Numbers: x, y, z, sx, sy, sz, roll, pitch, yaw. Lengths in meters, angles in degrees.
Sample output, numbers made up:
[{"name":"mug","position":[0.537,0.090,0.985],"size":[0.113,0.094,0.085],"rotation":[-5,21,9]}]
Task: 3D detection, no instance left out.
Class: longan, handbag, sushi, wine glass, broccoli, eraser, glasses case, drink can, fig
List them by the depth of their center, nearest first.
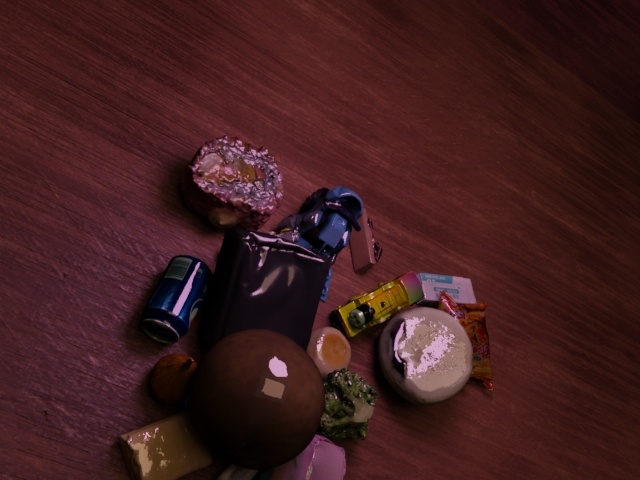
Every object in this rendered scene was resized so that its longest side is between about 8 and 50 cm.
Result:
[{"name":"longan","position":[-0.136,0.339,1.464],"size":[0.319,0.319,0.319],"rotation":[17,56,-28]},{"name":"wine glass","position":[-0.220,0.558,1.505],"size":[0.074,0.074,0.262],"rotation":[53,45,0]},{"name":"fig","position":[-0.309,0.304,1.537],"size":[0.119,0.153,0.119],"rotation":[43,33,-38]},{"name":"drink can","position":[-0.342,0.138,1.617],"size":[0.118,0.118,0.205],"rotation":[35,51,-16]},{"name":"handbag","position":[-0.137,0.133,1.684],"size":[0.275,0.178,0.302],"rotation":[13,93,-31]},{"name":"broccoli","position":[0.066,0.420,1.727],"size":[0.195,0.156,0.195],"rotation":[8,73,-29]},{"name":"sushi","position":[-0.242,-0.137,1.811],"size":[0.270,0.171,0.236],"rotation":[18,57,-25]},{"name":"glasses case","position":[0.147,-0.002,2.064],"size":[0.070,0.102,0.193],"rotation":[12,59,-38]},{"name":"eraser","position":[0.397,0.164,2.184],"size":[0.225,0.052,0.095],"rotation":[8,59,-32]}]

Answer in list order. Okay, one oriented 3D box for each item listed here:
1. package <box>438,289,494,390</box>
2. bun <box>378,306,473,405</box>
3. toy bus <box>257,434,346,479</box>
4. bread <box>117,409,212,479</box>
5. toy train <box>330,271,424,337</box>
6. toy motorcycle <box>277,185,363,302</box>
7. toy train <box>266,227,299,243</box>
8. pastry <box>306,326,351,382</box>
[{"name":"package","position":[0.449,0.314,2.107],"size":[0.223,0.108,0.288],"rotation":[18,64,-34]},{"name":"bun","position":[0.288,0.335,1.936],"size":[0.283,0.179,0.283],"rotation":[5,63,-9]},{"name":"toy bus","position":[-0.050,0.610,1.508],"size":[0.171,0.162,0.386],"rotation":[44,44,-34]},{"name":"bread","position":[-0.334,0.456,1.482],"size":[0.178,0.060,0.139],"rotation":[-16,75,-41]},{"name":"toy train","position":[0.157,0.184,1.928],"size":[0.296,0.160,0.100],"rotation":[-25,88,-42]},{"name":"toy motorcycle","position":[0.000,0.000,1.865],"size":[0.172,0.232,0.416],"rotation":[37,49,-29]},{"name":"toy train","position":[-0.155,0.018,1.792],"size":[0.202,0.081,0.060],"rotation":[-12,70,0]},{"name":"pastry","position":[0.016,0.305,1.803],"size":[0.156,0.092,0.156],"rotation":[14,64,-32]}]
